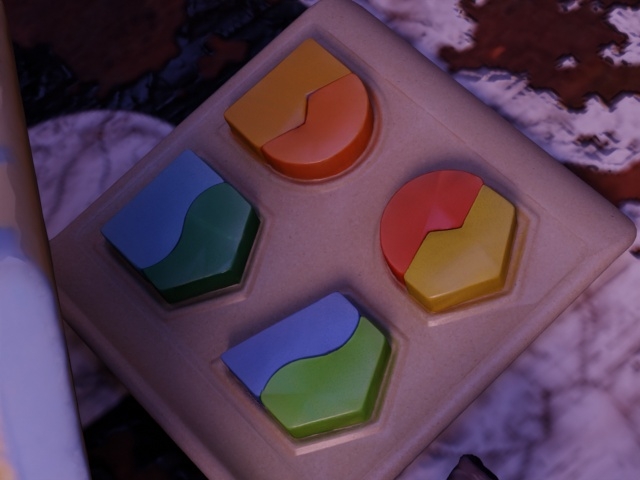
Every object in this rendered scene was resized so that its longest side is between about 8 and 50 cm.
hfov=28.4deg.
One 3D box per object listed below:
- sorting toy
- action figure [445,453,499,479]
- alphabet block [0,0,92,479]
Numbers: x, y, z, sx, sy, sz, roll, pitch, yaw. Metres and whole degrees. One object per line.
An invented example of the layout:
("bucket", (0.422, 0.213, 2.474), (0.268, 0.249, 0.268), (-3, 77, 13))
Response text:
("sorting toy", (0.000, 0.000, 0.551), (0.208, 0.038, 0.193), (-41, 65, -13))
("action figure", (-0.009, 0.210, 0.419), (0.285, 0.099, 0.185), (-42, 72, -9))
("alphabet block", (-0.176, 0.047, 0.415), (0.192, 0.193, 0.197), (-9, 34, -14))
